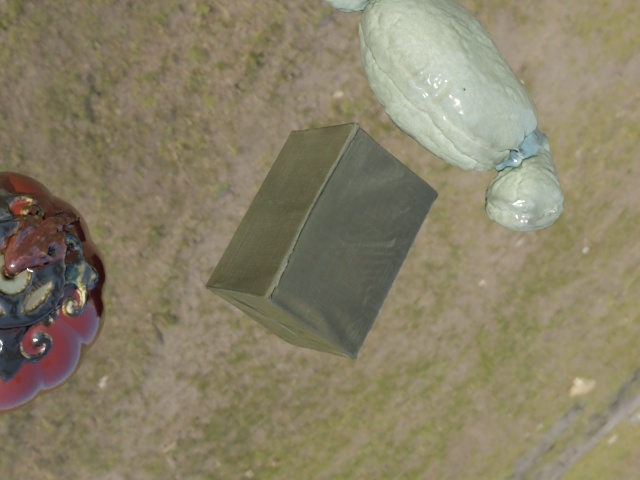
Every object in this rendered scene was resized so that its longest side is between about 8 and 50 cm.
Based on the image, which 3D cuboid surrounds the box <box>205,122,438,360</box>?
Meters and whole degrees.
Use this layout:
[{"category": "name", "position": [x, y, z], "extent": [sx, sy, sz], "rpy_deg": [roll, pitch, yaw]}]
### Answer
[{"category": "box", "position": [0.000, 0.000, 1.177], "extent": [0.149, 0.155, 0.231], "rpy_deg": [37, 71, -29]}]

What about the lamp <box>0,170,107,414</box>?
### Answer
[{"category": "lamp", "position": [-0.301, 0.043, 0.879], "extent": [0.226, 0.227, 0.227], "rpy_deg": [-31, 148, -22]}]

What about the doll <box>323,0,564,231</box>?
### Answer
[{"category": "doll", "position": [0.079, -0.098, 0.596], "extent": [0.103, 0.214, 0.071], "rpy_deg": [-29, 166, -47]}]
